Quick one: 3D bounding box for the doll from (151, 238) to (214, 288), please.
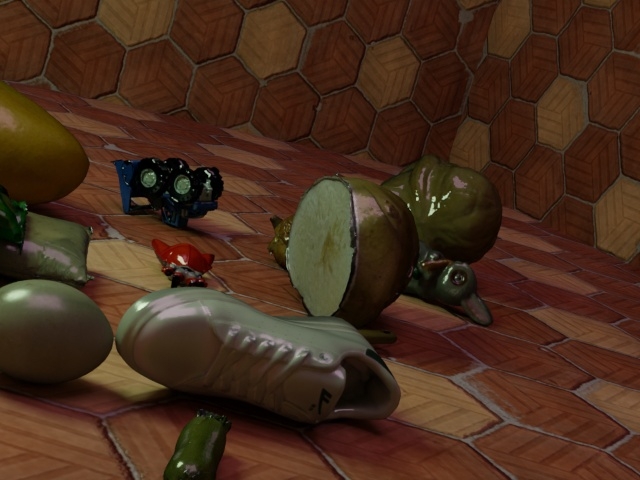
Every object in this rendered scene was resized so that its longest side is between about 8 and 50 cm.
[{"bbox_3d":[-0.219,0.039,1.748,0.109,0.057,0.169,16,10,-13],"label":"doll"}]

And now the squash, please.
[{"bbox_3d":[-0.122,0.212,1.072,0.052,0.052,0.183,16,12,-2],"label":"squash"}]

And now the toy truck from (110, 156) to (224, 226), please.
[{"bbox_3d":[-0.304,-0.099,2.128,0.208,0.126,0.113,17,11,25],"label":"toy truck"}]

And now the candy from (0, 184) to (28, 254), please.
[{"bbox_3d":[-0.480,-0.064,1.448,0.203,0.078,0.141,39,-6,-29],"label":"candy"}]

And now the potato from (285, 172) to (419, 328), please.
[{"bbox_3d":[0.080,0.021,1.803,0.196,0.246,0.299,8,19,-20],"label":"potato"}]

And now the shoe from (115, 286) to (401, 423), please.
[{"bbox_3d":[-0.059,0.153,1.280,0.363,0.131,0.160,12,16,-40],"label":"shoe"}]

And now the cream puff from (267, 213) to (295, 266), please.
[{"bbox_3d":[-0.015,0.002,2.066,0.150,0.115,0.165,17,10,18],"label":"cream puff"}]

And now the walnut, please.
[{"bbox_3d":[0.243,-0.051,2.337,0.282,0.253,0.277,21,11,16],"label":"walnut"}]

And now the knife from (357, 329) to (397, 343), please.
[{"bbox_3d":[-0.028,0.141,1.604,0.343,0.027,0.061,3,19,-39],"label":"knife"}]

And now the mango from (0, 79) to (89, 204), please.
[{"bbox_3d":[-0.619,-0.189,1.878,0.446,0.232,0.300,24,7,1],"label":"mango"}]

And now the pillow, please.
[{"bbox_3d":[-0.469,-0.004,1.544,0.303,0.074,0.185,12,24,-15],"label":"pillow"}]

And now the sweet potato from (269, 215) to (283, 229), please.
[{"bbox_3d":[0.003,0.001,2.260,0.250,0.059,0.069,14,-2,-35],"label":"sweet potato"}]

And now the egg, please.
[{"bbox_3d":[-0.301,0.101,1.192,0.152,0.114,0.114,12,12,-29],"label":"egg"}]

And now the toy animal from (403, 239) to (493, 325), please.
[{"bbox_3d":[0.239,0.073,2.105,0.236,0.108,0.138,20,11,16],"label":"toy animal"}]
